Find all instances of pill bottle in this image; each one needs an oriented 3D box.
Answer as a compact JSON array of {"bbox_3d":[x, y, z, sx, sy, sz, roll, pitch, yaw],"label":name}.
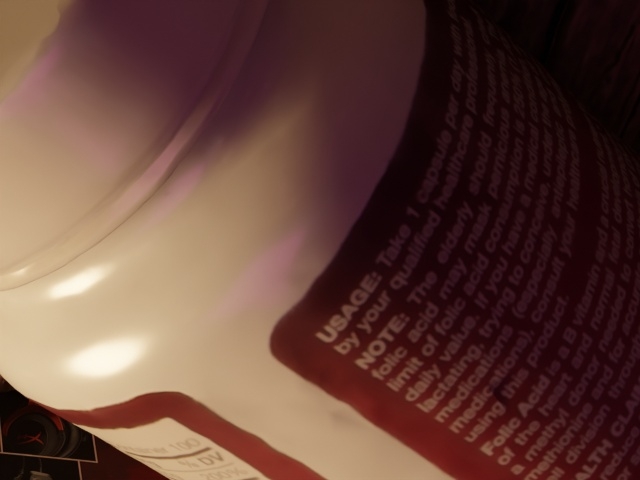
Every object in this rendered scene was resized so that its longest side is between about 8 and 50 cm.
[{"bbox_3d":[0.000,0.000,0.742,0.224,0.224,0.392,-38,129,18],"label":"pill bottle"}]

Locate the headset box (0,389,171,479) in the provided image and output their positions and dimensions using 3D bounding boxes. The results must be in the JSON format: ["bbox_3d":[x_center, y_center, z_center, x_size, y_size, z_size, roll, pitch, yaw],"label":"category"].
[{"bbox_3d":[-0.142,0.185,0.941,0.293,0.110,0.218,-10,132,-6],"label":"headset box"}]
